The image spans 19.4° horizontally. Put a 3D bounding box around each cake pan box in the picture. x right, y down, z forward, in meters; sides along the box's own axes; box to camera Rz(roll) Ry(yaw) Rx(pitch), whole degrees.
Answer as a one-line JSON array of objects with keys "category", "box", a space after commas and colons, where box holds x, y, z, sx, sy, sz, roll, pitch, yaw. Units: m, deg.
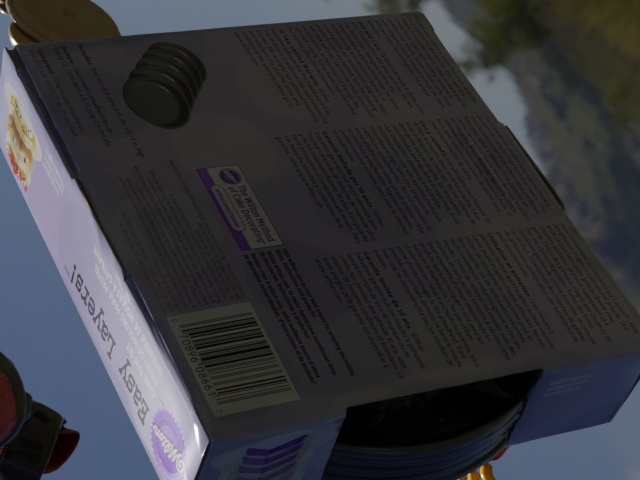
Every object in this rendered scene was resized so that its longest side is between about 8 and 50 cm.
[{"category": "cake pan box", "box": [0.000, 0.000, 0.907, 0.246, 0.070, 0.267, -11, -129, -29]}]

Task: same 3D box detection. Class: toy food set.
[{"category": "toy food set", "box": [-0.258, -0.208, 1.842, 0.192, 0.038, 0.132, 45, -148, 26]}]

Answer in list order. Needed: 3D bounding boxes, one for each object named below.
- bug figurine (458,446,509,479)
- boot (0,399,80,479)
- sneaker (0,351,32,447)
[{"category": "bug figurine", "box": [0.067, 0.237, 1.258, 0.072, 0.216, 0.279, 23, -127, -21]}, {"category": "boot", "box": [-0.276, 0.112, 1.451, 0.176, 0.088, 0.244, 21, -163, -19]}, {"category": "sneaker", "box": [-0.325, 0.087, 1.182, 0.276, 0.097, 0.135, 16, -168, 0]}]
